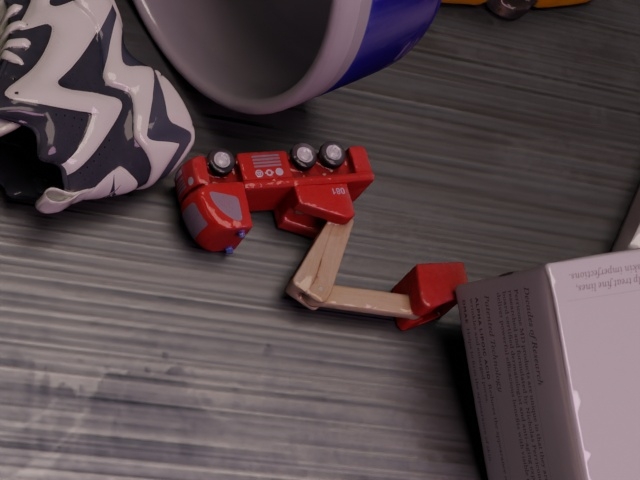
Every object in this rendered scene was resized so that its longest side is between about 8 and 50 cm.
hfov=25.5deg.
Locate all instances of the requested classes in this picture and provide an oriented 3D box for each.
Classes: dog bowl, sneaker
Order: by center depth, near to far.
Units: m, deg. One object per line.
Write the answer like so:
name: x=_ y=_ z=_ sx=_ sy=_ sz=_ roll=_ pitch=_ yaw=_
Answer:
sneaker: x=-0.208 y=-0.116 z=0.941 sx=0.153 sy=0.094 sz=0.235 roll=-35 pitch=92 yaw=-42
dog bowl: x=-0.036 y=-0.227 z=0.975 sx=0.104 sy=0.265 sz=0.265 roll=-25 pitch=76 yaw=-35

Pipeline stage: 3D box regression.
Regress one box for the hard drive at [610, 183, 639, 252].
hard drive: x=0.426 y=0.027 z=1.180 sx=0.353 sy=0.047 sz=0.233 roll=34 pitch=55 yaw=-4

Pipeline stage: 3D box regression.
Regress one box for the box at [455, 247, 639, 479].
box: x=0.209 y=0.100 z=0.975 sx=0.181 sy=0.119 sz=0.182 roll=-6 pitch=84 yaw=-27

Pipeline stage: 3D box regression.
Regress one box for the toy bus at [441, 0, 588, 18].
toy bus: x=0.109 y=-0.267 z=1.154 sx=0.332 sy=0.108 sz=0.130 roll=-1 pitch=64 yaw=-24

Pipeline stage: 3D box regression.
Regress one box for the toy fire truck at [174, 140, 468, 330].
toy fire truck: x=0.000 y=0.000 z=1.003 sx=0.192 sy=0.047 sz=0.135 roll=-5 pitch=68 yaw=-25
